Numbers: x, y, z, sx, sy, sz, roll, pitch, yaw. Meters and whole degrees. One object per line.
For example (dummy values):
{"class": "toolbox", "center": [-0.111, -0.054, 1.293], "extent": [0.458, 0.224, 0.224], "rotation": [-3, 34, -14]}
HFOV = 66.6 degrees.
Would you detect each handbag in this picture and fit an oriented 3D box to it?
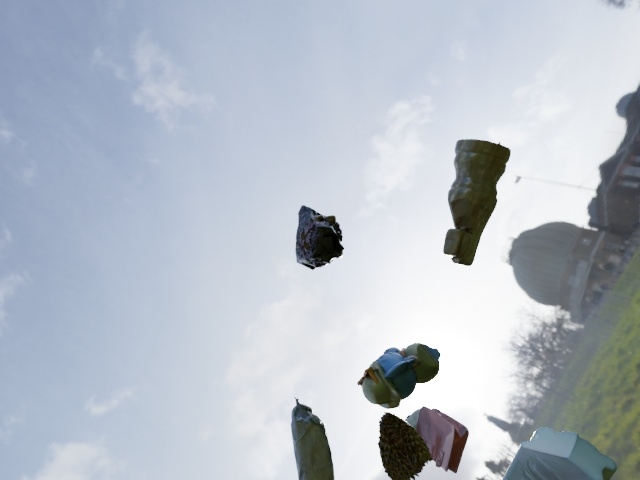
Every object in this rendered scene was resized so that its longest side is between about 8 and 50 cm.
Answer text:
{"class": "handbag", "center": [0.394, 0.658, 1.622], "extent": [0.059, 0.212, 0.157], "rotation": [17, -94, -19]}

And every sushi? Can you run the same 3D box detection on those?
{"class": "sushi", "center": [0.000, 0.000, 1.507], "extent": [0.153, 0.150, 0.172], "rotation": [28, -100, -24]}

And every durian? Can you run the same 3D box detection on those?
{"class": "durian", "center": [0.232, 0.602, 1.394], "extent": [0.144, 0.139, 0.252], "rotation": [-38, -74, -2]}

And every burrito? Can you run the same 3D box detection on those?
{"class": "burrito", "center": [-0.030, 0.773, 1.780], "extent": [0.139, 0.101, 0.445], "rotation": [-11, -84, -17]}

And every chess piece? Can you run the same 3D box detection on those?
{"class": "chess piece", "center": [0.367, -0.087, 1.187], "extent": [0.137, 0.137, 0.301], "rotation": [11, -89, -48]}

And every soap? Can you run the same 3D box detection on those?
{"class": "soap", "center": [0.532, 0.575, 1.137], "extent": [0.095, 0.173, 0.289], "rotation": [-13, -54, -37]}

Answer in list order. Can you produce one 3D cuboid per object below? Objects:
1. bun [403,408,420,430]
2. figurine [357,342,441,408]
{"class": "bun", "center": [0.427, 0.738, 1.881], "extent": [0.141, 0.239, 0.239], "rotation": [-64, -37, -36]}
{"class": "figurine", "center": [0.226, 0.382, 1.392], "extent": [0.262, 0.180, 0.154], "rotation": [-9, -100, -43]}
